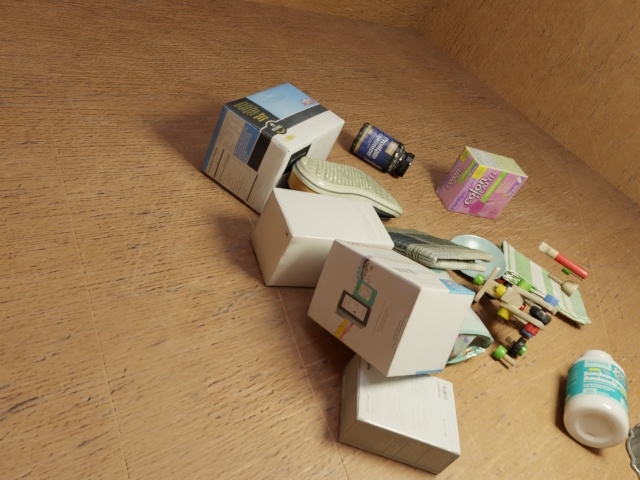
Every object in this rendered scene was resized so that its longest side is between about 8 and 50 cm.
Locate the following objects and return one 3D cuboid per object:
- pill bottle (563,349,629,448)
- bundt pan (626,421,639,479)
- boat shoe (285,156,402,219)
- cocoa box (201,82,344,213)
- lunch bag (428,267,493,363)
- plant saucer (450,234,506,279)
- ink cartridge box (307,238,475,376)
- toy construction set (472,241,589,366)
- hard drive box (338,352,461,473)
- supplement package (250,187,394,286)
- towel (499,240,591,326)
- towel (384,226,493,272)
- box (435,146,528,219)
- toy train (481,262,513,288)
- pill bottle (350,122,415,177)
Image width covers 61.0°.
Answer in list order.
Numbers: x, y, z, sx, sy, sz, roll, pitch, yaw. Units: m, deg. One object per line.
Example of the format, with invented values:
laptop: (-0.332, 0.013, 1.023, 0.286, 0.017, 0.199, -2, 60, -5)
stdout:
pill bottle: (0.723, 0.400, 1.426, 0.146, 0.146, 0.264, 35, 36, 7)
bundt pan: (0.966, 0.582, 1.380, 0.330, 0.124, 0.331, 17, 38, -13)
boat shoe: (0.070, -0.120, 1.605, 0.500, 0.156, 0.187, 5, 38, -52)
cocoa box: (-0.133, -0.280, 1.580, 0.228, 0.231, 0.347, 36, 36, 9)
lunch bag: (0.297, 0.190, 1.368, 0.262, 0.160, 0.223, 6, 40, -43)
plant saucer: (0.498, 0.063, 1.750, 0.195, 0.037, 0.195, 6, 46, -7)
ink cartridge box: (0.147, 0.141, 1.196, 0.198, 0.197, 0.270, 9, 15, -43)
toy construction set: (0.554, 0.134, 1.523, 0.237, 0.309, 0.257, 40, 28, 22)
hard drive box: (0.163, 0.355, 1.139, 0.232, 0.089, 0.181, 23, 36, -10)
supplement package: (0.000, 0.000, 1.380, 0.293, 0.177, 0.175, 5, 43, -31)
towel: (0.747, 0.139, 1.829, 0.325, 0.038, 0.248, 31, 29, -1)
towel: (0.289, 0.022, 1.550, 0.324, 0.056, 0.312, 2, 14, -45)
box: (0.596, -0.208, 2.018, 0.243, 0.213, 0.117, 9, 40, -27)
toy train: (0.582, 0.125, 1.765, 0.158, 0.027, 0.036, 40, 40, 14)
pill bottle: (0.229, -0.325, 1.983, 0.219, 0.123, 0.123, 31, 35, 3)
